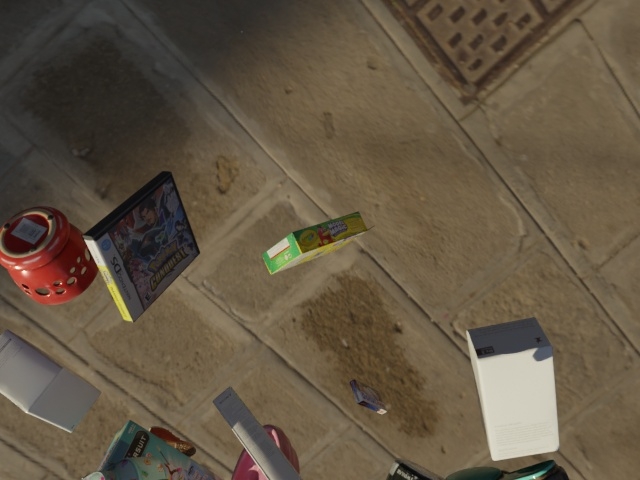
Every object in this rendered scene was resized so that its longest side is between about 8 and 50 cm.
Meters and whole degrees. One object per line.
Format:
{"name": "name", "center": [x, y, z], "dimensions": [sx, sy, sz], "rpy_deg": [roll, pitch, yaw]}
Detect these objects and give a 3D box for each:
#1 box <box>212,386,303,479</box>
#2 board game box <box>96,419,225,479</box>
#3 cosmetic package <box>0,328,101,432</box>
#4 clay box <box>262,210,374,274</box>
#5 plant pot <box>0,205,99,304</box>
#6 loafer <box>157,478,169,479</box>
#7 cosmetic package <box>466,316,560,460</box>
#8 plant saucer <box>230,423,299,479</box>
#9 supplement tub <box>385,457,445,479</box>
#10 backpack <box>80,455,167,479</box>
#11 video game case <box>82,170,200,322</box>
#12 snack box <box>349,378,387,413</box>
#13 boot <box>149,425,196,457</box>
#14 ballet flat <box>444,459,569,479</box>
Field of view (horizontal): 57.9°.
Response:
{"name": "box", "center": [-0.095, 0.483, 1.242], "dimensions": [0.058, 0.322, 0.232], "rpy_deg": [-36, 137, -15]}
{"name": "board game box", "center": [-0.427, 0.669, 1.519], "dimensions": [0.336, 0.254, 0.079], "rpy_deg": [39, 115, -14]}
{"name": "cosmetic package", "center": [-0.754, 0.380, 1.556], "dimensions": [0.224, 0.224, 0.138], "rpy_deg": [26, 66, 21]}
{"name": "clay box", "center": [0.000, 0.000, 1.227], "dimensions": [0.222, 0.127, 0.053], "rpy_deg": [-20, 81, -41]}
{"name": "plant pot", "center": [-0.641, 0.031, 1.349], "dimensions": [0.191, 0.191, 0.174], "rpy_deg": [-17, 148, -1]}
{"name": "loafer", "center": [-0.212, 0.488, 0.768], "dimensions": [0.130, 0.366, 0.134], "rpy_deg": [1, 119, -3]}
{"name": "cosmetic package", "center": [0.316, 0.245, 0.945], "dimensions": [0.117, 0.085, 0.231], "rpy_deg": [-12, 117, 6]}
{"name": "plant saucer", "center": [-0.150, 0.665, 1.537], "dimensions": [0.084, 0.332, 0.332], "rpy_deg": [24, 105, -20]}
{"name": "supplement tub", "center": [0.235, 0.794, 1.616], "dimensions": [0.193, 0.193, 0.316], "rpy_deg": [29, 80, -16]}
{"name": "backpack", "center": [-0.401, 0.531, 1.176], "dimensions": [0.188, 0.166, 0.144], "rpy_deg": [-34, 143, 17]}
{"name": "video game case", "center": [-0.405, 0.012, 1.362], "dimensions": [0.035, 0.275, 0.248], "rpy_deg": [9, 130, 27]}
{"name": "snack box", "center": [0.133, 0.432, 1.598], "dimensions": [0.022, 0.064, 0.178], "rpy_deg": [-31, 145, 13]}
{"name": "boot", "center": [-0.457, 0.616, 1.781], "dimensions": [0.158, 0.084, 0.059], "rpy_deg": [25, 104, -23]}
{"name": "ballet flat", "center": [0.222, 0.310, 0.693], "dimensions": [0.074, 0.074, 0.203], "rpy_deg": [22, 149, -15]}
